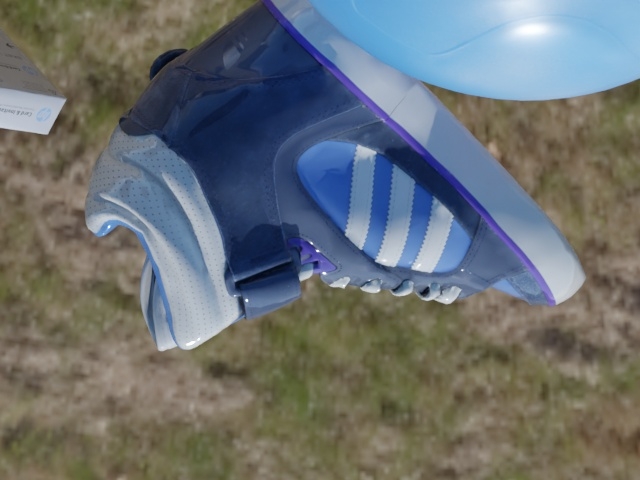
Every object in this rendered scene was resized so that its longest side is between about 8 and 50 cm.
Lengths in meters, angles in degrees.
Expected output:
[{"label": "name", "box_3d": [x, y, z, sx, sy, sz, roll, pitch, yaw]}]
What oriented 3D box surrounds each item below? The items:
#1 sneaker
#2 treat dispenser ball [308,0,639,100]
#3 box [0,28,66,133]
[{"label": "sneaker", "box_3d": [0.000, 0.000, 0.937, 0.236, 0.130, 0.323, -43, 125, 7]}, {"label": "treat dispenser ball", "box_3d": [0.100, -0.212, 0.693, 0.288, 0.288, 0.288, 1, 142, 1]}, {"label": "box", "box_3d": [-0.299, -0.154, 1.095, 0.145, 0.186, 0.038, 5, 123, -53]}]
